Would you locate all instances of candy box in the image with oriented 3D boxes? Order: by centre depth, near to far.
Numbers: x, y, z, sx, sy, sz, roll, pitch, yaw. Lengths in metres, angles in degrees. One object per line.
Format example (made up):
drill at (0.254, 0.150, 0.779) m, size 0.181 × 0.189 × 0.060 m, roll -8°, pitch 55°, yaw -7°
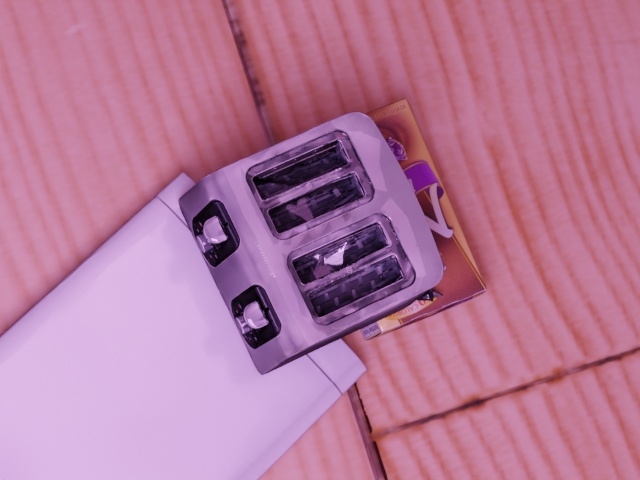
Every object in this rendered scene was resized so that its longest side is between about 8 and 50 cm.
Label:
candy box at (0.058, -0.019, 1.632) m, size 0.109 × 0.053 × 0.187 m, roll -21°, pitch 86°, yaw -19°

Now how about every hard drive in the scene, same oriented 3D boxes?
hard drive at (-0.162, 0.143, 1.538) m, size 0.353 × 0.047 × 0.233 m, roll -44°, pitch 92°, yaw -19°

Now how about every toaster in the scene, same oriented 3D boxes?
toaster at (0.000, 0.000, 1.528) m, size 0.185 × 0.110 × 0.168 m, roll -24°, pitch 86°, yaw -17°
